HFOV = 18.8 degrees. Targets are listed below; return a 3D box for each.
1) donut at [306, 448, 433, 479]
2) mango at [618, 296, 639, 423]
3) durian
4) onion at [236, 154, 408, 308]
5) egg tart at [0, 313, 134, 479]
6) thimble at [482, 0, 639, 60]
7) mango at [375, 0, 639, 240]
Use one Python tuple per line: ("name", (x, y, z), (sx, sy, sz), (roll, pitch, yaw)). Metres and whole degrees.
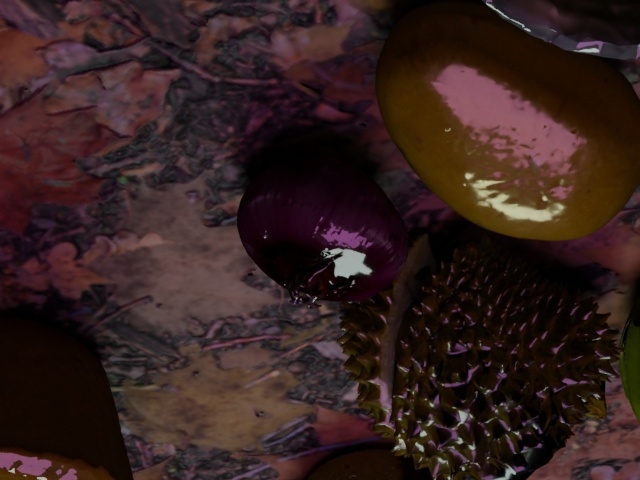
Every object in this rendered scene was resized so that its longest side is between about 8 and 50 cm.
("donut", (0.045, 0.218, 1.523), (0.140, 0.059, 0.140), (-3, 140, -3))
("mango", (0.260, 0.086, 1.385), (0.091, 0.074, 0.165), (-14, 125, -2))
("durian", (0.122, 0.109, 1.345), (0.237, 0.138, 0.193), (23, 132, -30))
("onion", (0.000, 0.000, 1.234), (0.115, 0.104, 0.115), (10, 144, 8))
("egg tart", (-0.222, 0.161, 1.345), (0.215, 0.171, 0.215), (-2, 139, -2))
("thimble", (0.173, -0.227, 0.951), (0.270, 0.150, 0.271), (-3, 139, -3))
("mango", (0.113, -0.077, 1.165), (0.137, 0.098, 0.195), (-27, 127, 27))
